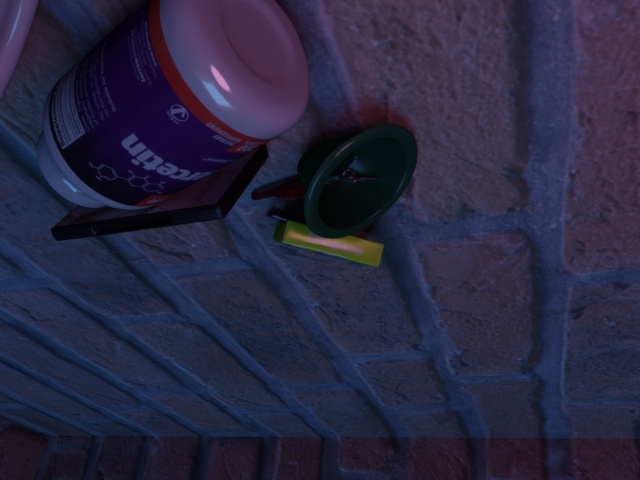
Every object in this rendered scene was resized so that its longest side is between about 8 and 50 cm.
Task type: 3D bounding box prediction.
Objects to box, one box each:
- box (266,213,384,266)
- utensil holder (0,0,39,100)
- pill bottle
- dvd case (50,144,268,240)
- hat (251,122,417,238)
[{"bbox_3d":[0.000,0.000,0.914,0.178,0.042,0.109,15,179,-13],"label":"box"},{"bbox_3d":[-0.474,-0.226,0.449,0.386,0.327,0.327,24,143,-21],"label":"utensil holder"},{"bbox_3d":[-0.180,-0.146,0.639,0.323,0.181,0.181,-22,137,36],"label":"pill bottle"},{"bbox_3d":[-0.212,-0.067,0.774,0.253,0.180,0.022,-6,120,19],"label":"dvd case"},{"bbox_3d":[-0.001,-0.117,0.799,0.209,0.183,0.173,-37,144,-7],"label":"hat"}]
